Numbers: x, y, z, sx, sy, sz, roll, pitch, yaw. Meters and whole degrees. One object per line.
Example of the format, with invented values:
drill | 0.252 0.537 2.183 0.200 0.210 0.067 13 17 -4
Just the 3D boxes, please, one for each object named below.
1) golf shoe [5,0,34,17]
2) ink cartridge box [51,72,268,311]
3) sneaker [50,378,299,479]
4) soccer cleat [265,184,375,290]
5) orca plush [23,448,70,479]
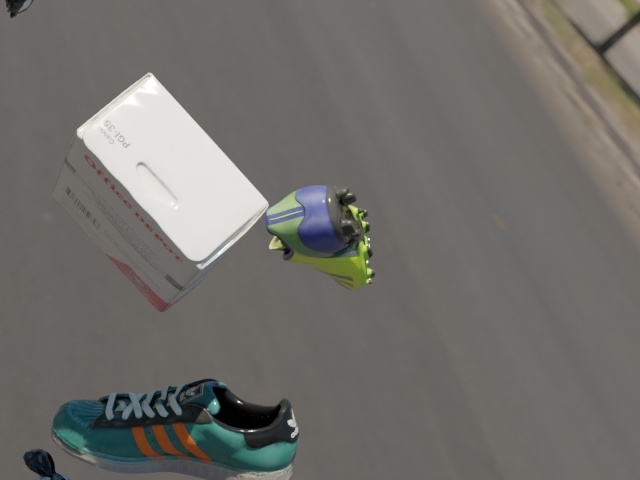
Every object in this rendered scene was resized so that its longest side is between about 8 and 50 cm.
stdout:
golf shoe | -0.354 -0.346 2.026 0.094 0.198 0.077 -12 73 -25
ink cartridge box | -0.191 -0.047 1.858 0.207 0.117 0.283 48 -19 -1
sneaker | -0.175 0.216 1.954 0.302 0.121 0.108 8 27 -2
soccer cleat | 0.000 -0.001 2.012 0.289 0.121 0.093 58 23 -71
orca plush | -0.269 0.288 1.654 0.287 0.102 0.151 64 30 -69
